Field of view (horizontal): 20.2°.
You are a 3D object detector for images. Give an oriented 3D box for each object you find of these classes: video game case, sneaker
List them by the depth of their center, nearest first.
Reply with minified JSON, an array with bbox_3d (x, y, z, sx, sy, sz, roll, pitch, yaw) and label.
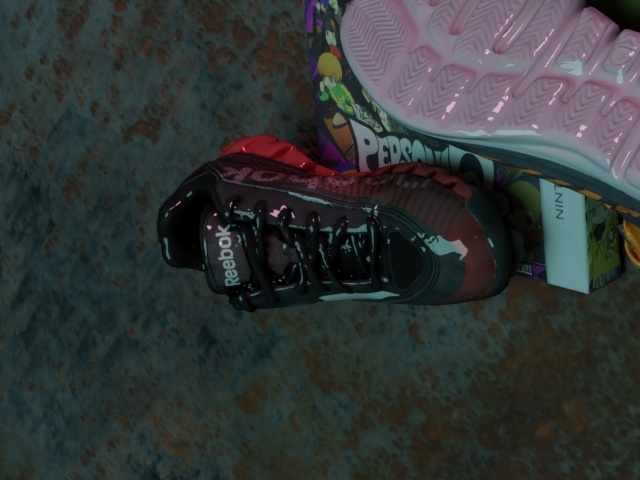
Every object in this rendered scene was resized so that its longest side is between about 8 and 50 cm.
[{"bbox_3d":[0.153,-0.047,1.007,0.321,0.124,0.180,32,168,39],"label":"sneaker"},{"bbox_3d":[0.087,-0.089,1.162,0.232,0.042,0.210,16,120,42],"label":"video game case"},{"bbox_3d":[0.000,0.000,1.167,0.276,0.135,0.097,13,119,42],"label":"sneaker"}]

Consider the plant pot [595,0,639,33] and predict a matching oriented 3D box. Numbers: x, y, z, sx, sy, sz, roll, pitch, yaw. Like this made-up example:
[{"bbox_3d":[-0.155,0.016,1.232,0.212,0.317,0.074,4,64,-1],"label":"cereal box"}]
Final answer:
[{"bbox_3d":[0.197,-0.141,1.001,0.079,0.083,0.083,5,113,60],"label":"plant pot"}]
